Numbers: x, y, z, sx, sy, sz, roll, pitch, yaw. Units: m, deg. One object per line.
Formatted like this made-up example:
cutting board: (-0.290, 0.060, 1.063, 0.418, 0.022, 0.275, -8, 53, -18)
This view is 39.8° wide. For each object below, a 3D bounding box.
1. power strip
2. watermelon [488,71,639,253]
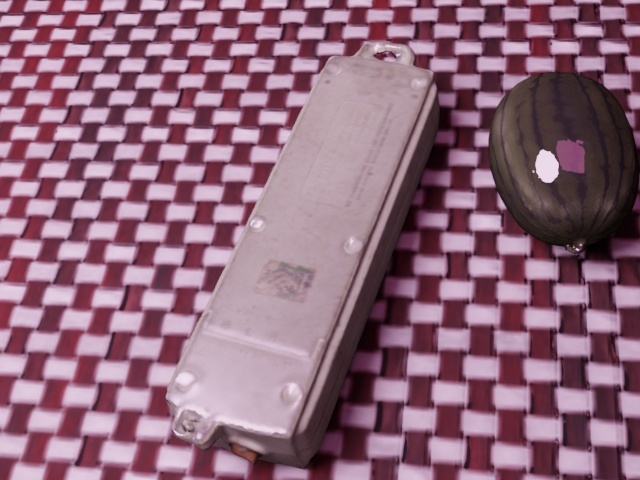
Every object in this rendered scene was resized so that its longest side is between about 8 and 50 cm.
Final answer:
power strip: (0.000, 0.000, 0.495, 0.078, 0.052, 0.272, 13, 59, 17)
watermelon: (0.134, -0.044, 0.488, 0.078, 0.078, 0.110, -9, 57, 3)
